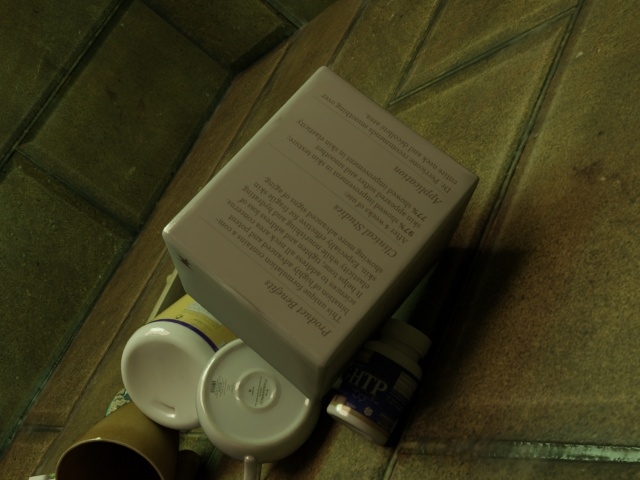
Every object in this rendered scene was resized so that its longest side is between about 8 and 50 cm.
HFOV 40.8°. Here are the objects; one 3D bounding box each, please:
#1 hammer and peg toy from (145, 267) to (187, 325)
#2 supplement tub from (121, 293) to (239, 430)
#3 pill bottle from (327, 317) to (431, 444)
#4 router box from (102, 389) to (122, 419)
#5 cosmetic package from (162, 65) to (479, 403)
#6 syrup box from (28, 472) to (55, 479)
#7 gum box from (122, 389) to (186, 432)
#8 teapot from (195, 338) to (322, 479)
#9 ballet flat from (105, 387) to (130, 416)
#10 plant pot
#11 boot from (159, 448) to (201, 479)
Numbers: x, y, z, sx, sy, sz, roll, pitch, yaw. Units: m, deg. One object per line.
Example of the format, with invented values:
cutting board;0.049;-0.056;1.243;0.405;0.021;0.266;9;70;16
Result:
hammer and peg toy;-0.290;0.171;2.124;0.127;0.266;0.361;-12;44;41
supplement tub;-0.244;0.229;1.856;0.241;0.241;0.331;-40;0;30
pill bottle;0.102;0.228;1.412;0.187;0.112;0.112;-59;21;-14
router box;-0.567;0.574;2.328;0.309;0.081;0.243;-58;22;-13
cosmetic package;0.000;0.000;1.452;0.394;0.329;0.327;-48;-12;-16
syrup box;-0.617;0.632;2.137;0.236;0.096;0.093;-14;54;25
gum box;-0.381;0.363;2.123;0.041;0.184;0.157;-40;24;31
teapot;-0.113;0.317;1.631;0.256;0.252;0.187;-36;-23;-18
ballet flat;-0.447;0.561;2.024;0.182;0.164;0.483;-19;44;33
plant pot;-0.394;0.448;1.824;0.237;0.237;0.254;-44;8;23
boot;-0.370;0.609;1.859;0.236;0.089;0.270;-28;30;28
